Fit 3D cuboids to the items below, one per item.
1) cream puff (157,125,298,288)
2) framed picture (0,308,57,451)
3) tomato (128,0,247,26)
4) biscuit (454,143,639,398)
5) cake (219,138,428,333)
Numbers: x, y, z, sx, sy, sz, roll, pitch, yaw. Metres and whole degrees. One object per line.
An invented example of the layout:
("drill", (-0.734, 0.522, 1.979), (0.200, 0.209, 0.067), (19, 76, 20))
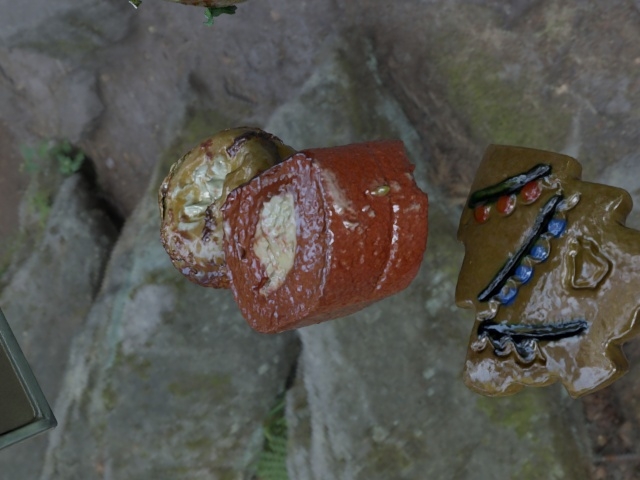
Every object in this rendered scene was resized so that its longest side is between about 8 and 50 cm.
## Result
("cream puff", (-0.113, -0.043, 1.441), (0.240, 0.240, 0.164), (23, 171, 45))
("framed picture", (-0.396, 0.121, 0.848), (0.213, 0.289, 0.016), (60, 144, 11))
("tomato", (-0.148, -0.419, 1.162), (0.303, 0.303, 0.239), (53, 134, 5))
("biscuit", (0.226, 0.022, 1.066), (0.278, 0.043, 0.301), (-43, 53, 30))
("cake", (0.000, 0.000, 1.121), (0.283, 0.150, 0.177), (-22, 81, 57))
